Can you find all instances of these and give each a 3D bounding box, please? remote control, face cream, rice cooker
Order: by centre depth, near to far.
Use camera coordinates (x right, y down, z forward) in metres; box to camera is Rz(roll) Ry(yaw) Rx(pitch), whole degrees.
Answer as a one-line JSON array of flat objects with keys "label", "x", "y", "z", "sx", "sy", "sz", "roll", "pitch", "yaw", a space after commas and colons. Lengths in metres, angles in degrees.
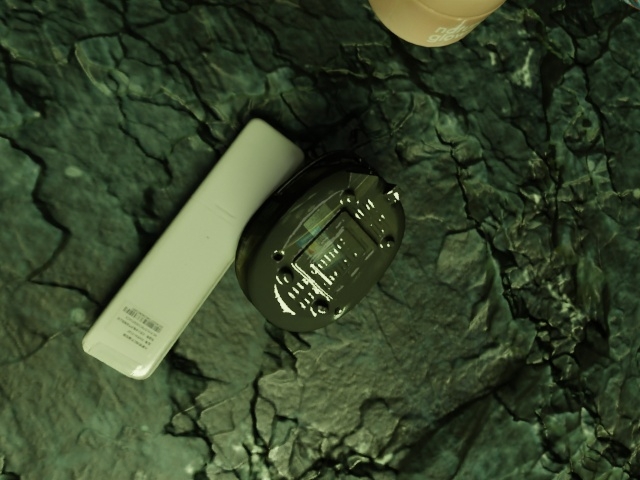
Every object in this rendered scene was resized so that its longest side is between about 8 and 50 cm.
[{"label": "rice cooker", "x": 0.000, "y": 0.000, "z": 0.360, "sx": 0.165, "sy": 0.106, "sz": 0.112, "roll": -47, "pitch": 113, "yaw": -1}, {"label": "remote control", "x": -0.111, "y": 0.003, "z": 0.380, "sx": 0.067, "sy": 0.029, "sz": 0.261, "roll": 36, "pitch": 80, "yaw": -11}, {"label": "face cream", "x": 0.125, "y": -0.283, "z": 0.395, "sx": 0.149, "sy": 0.104, "sz": 0.149, "roll": 0, "pitch": 89, "yaw": -12}]

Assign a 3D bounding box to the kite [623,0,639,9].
[{"label": "kite", "x": 0.423, "y": -0.332, "z": 0.511, "sx": 0.160, "sy": 0.010, "sz": 0.183, "roll": -21, "pitch": 90, "yaw": -8}]
